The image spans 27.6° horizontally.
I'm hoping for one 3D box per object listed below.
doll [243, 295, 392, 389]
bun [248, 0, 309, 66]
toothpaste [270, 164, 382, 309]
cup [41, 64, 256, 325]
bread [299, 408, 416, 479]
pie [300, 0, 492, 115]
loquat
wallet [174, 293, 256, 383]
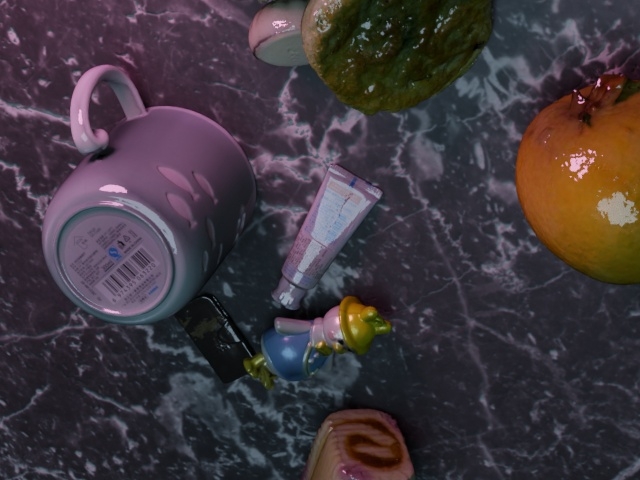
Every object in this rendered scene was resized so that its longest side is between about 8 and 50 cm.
[{"bbox_3d":[-0.004,0.155,2.032,0.241,0.099,0.135,-23,104,25],"label":"doll"},{"bbox_3d":[-0.033,-0.304,1.804,0.138,0.138,0.094,-10,77,19],"label":"bun"},{"bbox_3d":[0.000,0.000,1.981,0.089,0.057,0.234,29,113,-3],"label":"toothpaste"},{"bbox_3d":[-0.270,-0.073,1.883,0.259,0.274,0.357,-13,113,20],"label":"cup"},{"bbox_3d":[0.041,0.451,2.119,0.155,0.187,0.338,7,121,-17],"label":"bread"},{"bbox_3d":[0.107,-0.279,1.732,0.277,0.078,0.277,-9,131,-11],"label":"pie"},{"bbox_3d":[0.391,-0.088,1.717,0.274,0.275,0.275,6,117,12],"label":"loquat"},{"bbox_3d":[-0.168,0.159,2.120,0.082,0.018,0.157,-26,106,24],"label":"wallet"}]
